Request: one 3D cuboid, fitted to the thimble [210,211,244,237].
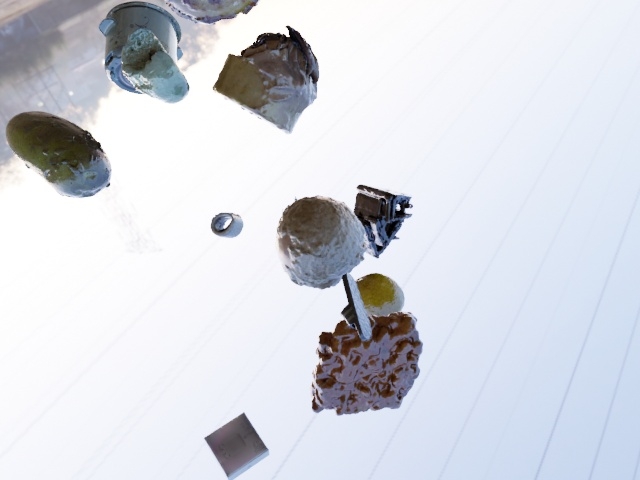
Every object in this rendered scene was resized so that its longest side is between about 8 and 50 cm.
[{"bbox_3d":[-0.379,-0.062,2.558,0.115,0.102,0.090,-43,157,15],"label":"thimble"}]

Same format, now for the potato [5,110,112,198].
[{"bbox_3d":[-0.472,-0.165,1.138,0.251,0.149,0.113,42,-68,29],"label":"potato"}]

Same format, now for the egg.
[{"bbox_3d":[0.000,0.000,1.800,0.279,0.279,0.310,-15,-173,26],"label":"egg"}]

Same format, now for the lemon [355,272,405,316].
[{"bbox_3d":[0.213,0.220,2.388,0.192,0.231,0.192,-56,177,-4],"label":"lemon"}]

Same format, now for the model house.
[{"bbox_3d":[0.260,-0.066,2.568,0.297,0.283,0.317,7,-170,-36],"label":"model house"}]

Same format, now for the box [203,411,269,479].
[{"bbox_3d":[-0.227,0.556,1.706,0.129,0.051,0.130,-29,-120,-21],"label":"box"}]

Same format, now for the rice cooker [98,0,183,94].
[{"bbox_3d":[-0.631,-0.684,2.225,0.264,0.317,0.317,-33,-166,45],"label":"rice cooker"}]

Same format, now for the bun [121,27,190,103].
[{"bbox_3d":[-0.434,-0.436,1.625,0.126,0.204,0.212,-38,-150,-3],"label":"bun"}]

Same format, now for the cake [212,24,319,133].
[{"bbox_3d":[-0.160,-0.564,2.125,0.321,0.332,0.332,-59,-156,7],"label":"cake"}]

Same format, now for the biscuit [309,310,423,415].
[{"bbox_3d":[0.131,0.343,1.753,0.311,0.318,0.110,-3,-149,-18],"label":"biscuit"}]

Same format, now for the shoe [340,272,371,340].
[{"bbox_3d":[0.073,0.165,1.508,0.049,0.071,0.179,-28,-123,19],"label":"shoe"}]

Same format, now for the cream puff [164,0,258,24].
[{"bbox_3d":[-0.311,-0.765,1.746,0.350,0.350,0.229,-25,-122,5],"label":"cream puff"}]
